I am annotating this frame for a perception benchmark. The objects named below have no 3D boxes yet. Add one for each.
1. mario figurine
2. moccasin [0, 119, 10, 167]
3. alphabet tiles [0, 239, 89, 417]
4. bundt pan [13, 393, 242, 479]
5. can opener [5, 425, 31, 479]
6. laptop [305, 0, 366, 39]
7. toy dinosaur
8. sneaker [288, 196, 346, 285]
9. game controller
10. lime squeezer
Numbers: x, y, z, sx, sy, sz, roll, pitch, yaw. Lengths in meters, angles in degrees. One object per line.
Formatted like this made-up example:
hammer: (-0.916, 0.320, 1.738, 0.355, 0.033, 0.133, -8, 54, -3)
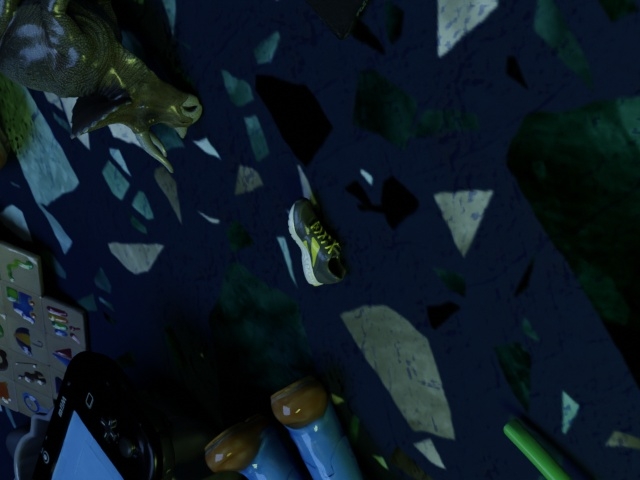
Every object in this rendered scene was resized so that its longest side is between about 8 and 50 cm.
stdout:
mario figurine: (0.028, 0.282, 1.294, 0.320, 0.170, 0.198, 54, 144, 9)
moccasin: (-0.469, -0.114, 1.636, 0.380, 0.147, 0.139, 10, 124, 49)
alphabet tiles: (-0.420, 0.088, 1.767, 0.342, 0.011, 0.285, 21, 134, 19)
bundt pan: (-0.185, 0.310, 1.589, 0.331, 0.124, 0.331, 15, 114, 37)
can opener: (-0.345, 0.275, 1.851, 0.280, 0.074, 0.093, -24, 96, 56)
laptop: (-0.055, -0.275, 0.986, 0.234, 0.136, 0.264, 51, 146, 12)
toy dinosaur: (-0.247, -0.191, 1.280, 0.313, 0.121, 0.160, 30, 116, 13)
sneaker: (0.000, 0.000, 1.234, 0.035, 0.031, 0.083, 2, 123, 36)
game controller: (-0.234, 0.263, 1.486, 0.166, 0.067, 0.319, 41, 127, 25)
lime squeezer: (0.245, 0.268, 1.120, 0.310, 0.059, 0.110, 60, 177, -4)
